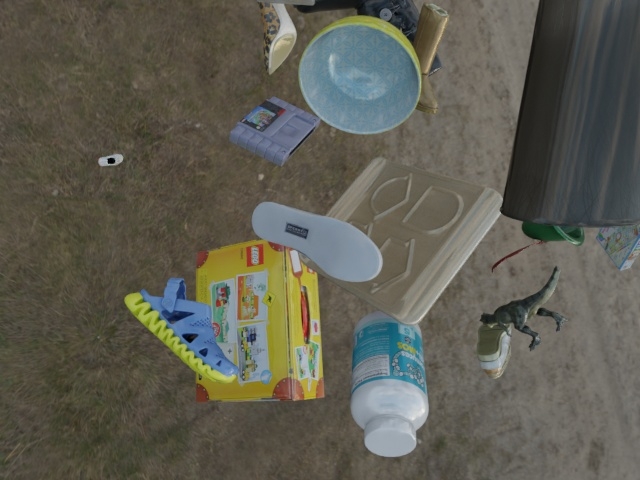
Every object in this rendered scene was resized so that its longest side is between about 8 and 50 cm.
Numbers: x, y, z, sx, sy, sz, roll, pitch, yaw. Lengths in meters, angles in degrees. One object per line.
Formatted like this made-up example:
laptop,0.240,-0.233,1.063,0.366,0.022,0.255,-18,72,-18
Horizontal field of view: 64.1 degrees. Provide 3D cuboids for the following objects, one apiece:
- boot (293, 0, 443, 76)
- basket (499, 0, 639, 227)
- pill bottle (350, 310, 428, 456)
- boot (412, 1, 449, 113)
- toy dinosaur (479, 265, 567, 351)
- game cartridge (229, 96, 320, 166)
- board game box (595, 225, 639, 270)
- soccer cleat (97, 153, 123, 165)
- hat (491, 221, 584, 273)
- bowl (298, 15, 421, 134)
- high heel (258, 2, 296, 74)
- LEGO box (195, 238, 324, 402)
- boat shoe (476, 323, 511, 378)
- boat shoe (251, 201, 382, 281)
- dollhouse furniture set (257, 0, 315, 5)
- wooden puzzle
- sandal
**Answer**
boot,0.160,-0.691,1.719,0.366,0.146,0.446,-24,114,12
basket,0.287,-0.143,0.528,0.204,0.154,0.227,-8,106,-26
pill bottle,0.133,0.274,0.998,0.146,0.146,0.264,28,36,-16
boot,0.328,-0.555,1.562,0.089,0.270,0.236,-2,40,-24
toy dinosaur,0.454,0.164,1.110,0.118,0.268,0.064,44,51,6
game cartridge,-0.167,-0.427,1.939,0.230,0.068,0.355,30,42,3
board game box,0.695,-0.018,1.173,0.026,0.154,0.104,-14,52,-4
soccer cleat,-0.516,-0.200,1.274,0.083,0.035,0.029,-35,126,-64
hat,0.552,-0.020,1.344,0.208,0.183,0.173,11,52,-37
bowl,0.104,-0.414,1.216,0.289,0.289,0.156,30,51,-16
high heel,-0.157,-0.648,1.524,0.186,0.261,0.093,40,34,29
LEGO box,-0.203,0.259,1.656,0.193,0.372,0.501,22,61,-58
boat shoe,0.620,0.377,1.824,0.302,0.113,0.104,-34,111,-54
boat shoe,0.000,0.000,0.927,0.088,0.267,0.096,2,104,-62
dollhouse furniture set,-0.103,-0.692,1.065,0.286,0.304,0.198,12,53,19
wooden puzzle,0.161,-0.010,1.087,0.322,0.347,0.080,-50,135,-11
sandal,-0.300,0.196,1.174,0.317,0.126,0.138,41,67,11
